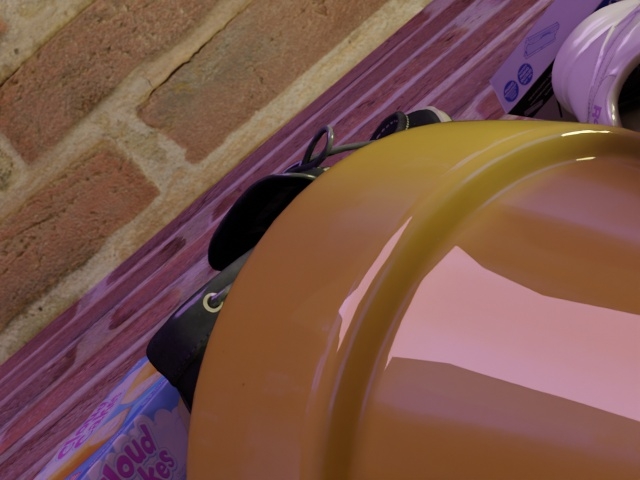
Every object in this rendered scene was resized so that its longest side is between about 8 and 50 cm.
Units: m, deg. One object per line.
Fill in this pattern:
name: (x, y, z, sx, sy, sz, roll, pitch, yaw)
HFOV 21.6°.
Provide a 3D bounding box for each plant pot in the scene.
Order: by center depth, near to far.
plant pot: (0.119, 0.084, 0.576, 0.254, 0.254, 0.239, -45, 26, -24)

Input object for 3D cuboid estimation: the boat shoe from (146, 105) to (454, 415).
boat shoe: (0.000, 0.000, 1.425, 0.187, 0.156, 0.500, -53, 2, 36)

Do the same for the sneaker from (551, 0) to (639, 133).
sneaker: (0.323, -0.176, 1.290, 0.305, 0.114, 0.152, -42, 24, 14)

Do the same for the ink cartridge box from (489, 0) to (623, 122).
ink cartridge box: (0.242, -0.185, 1.419, 0.097, 0.046, 0.207, 4, -41, -36)

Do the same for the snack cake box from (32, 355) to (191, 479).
snack cake box: (-0.161, 0.192, 1.448, 0.152, 0.089, 0.264, -28, 16, 45)
